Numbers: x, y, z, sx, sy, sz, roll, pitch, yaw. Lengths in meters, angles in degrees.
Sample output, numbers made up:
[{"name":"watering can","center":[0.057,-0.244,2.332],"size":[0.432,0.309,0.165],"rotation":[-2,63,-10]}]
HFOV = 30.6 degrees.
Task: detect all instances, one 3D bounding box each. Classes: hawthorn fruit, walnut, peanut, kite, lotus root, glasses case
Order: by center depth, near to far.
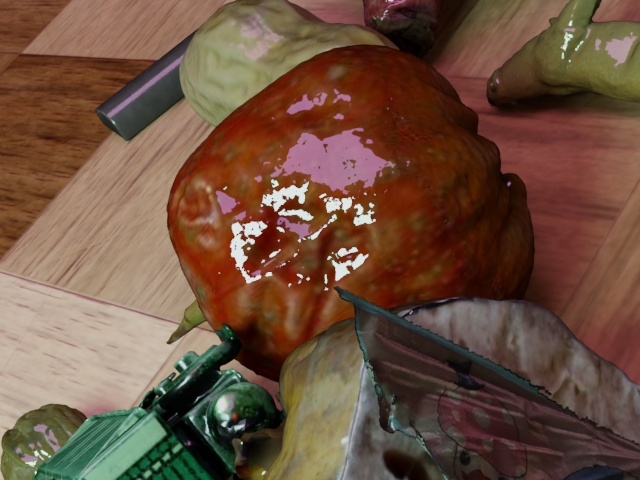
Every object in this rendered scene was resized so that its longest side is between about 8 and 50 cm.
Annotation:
[{"name":"kite","center":[0.133,0.184,0.538],"size":[0.014,0.406,0.368],"rotation":[-40,-11,39]},{"name":"lotus root","center":[0.051,0.154,0.648],"size":[0.192,0.272,0.272],"rotation":[-2,46,51]},{"name":"hawthorn fruit","center":[0.020,-0.013,0.850],"size":[0.261,0.258,0.258],"rotation":[-11,34,-17]},{"name":"walnut","center":[-0.219,0.174,0.948],"size":[0.092,0.092,0.092],"rotation":[-20,39,17]},{"name":"peanut","center":[-0.028,-0.156,1.117],"size":[0.152,0.152,0.313],"rotation":[-44,41,-14]},{"name":"glasses case","center":[-0.172,-0.192,1.347],"size":[0.190,0.042,0.072],"rotation":[-40,30,-8]}]

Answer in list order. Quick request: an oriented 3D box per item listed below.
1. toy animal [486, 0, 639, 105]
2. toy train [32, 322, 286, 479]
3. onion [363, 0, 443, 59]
[{"name":"toy animal","center":[0.233,-0.156,0.982],"size":[0.218,0.103,0.101],"rotation":[13,81,39]},{"name":"toy train","center":[-0.098,0.151,0.793],"size":[0.154,0.115,0.269],"rotation":[-48,8,-20]},{"name":"onion","center":[0.097,-0.356,1.149],"size":[0.347,0.347,0.385],"rotation":[2,83,37]}]
